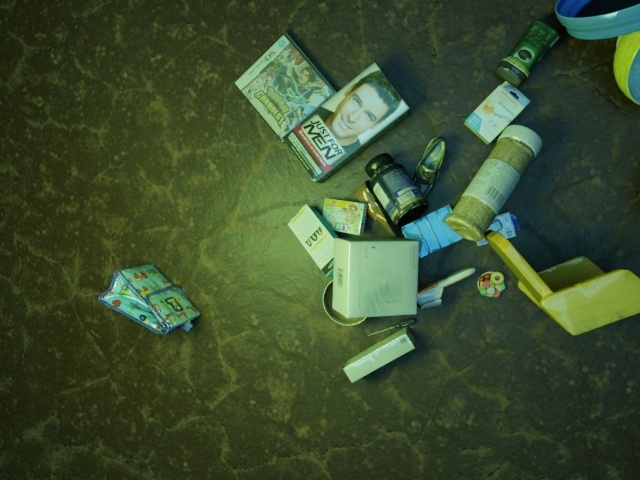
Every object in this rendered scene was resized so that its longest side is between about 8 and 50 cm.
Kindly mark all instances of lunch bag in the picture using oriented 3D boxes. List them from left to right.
[{"bbox_3d":[-0.570,0.225,1.726,0.293,0.221,0.138,36,100,8],"label":"lunch bag"}]

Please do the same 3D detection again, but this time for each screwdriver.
[{"bbox_3d":[0.238,0.293,1.658,0.170,0.025,0.024,-22,89,22],"label":"screwdriver"}]

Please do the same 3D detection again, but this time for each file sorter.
[{"bbox_3d":[0.357,-0.024,1.562,0.171,0.104,0.118,-26,88,13],"label":"file sorter"}]

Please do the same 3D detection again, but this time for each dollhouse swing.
[{"bbox_3d":[0.672,0.057,1.372,0.316,0.347,0.304,-25,88,13],"label":"dollhouse swing"}]

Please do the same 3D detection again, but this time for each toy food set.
[{"bbox_3d":[0.544,0.140,1.573,0.084,0.020,0.082,-4,93,12],"label":"toy food set"}]

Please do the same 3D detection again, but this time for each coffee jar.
[{"bbox_3d":[0.615,-0.556,1.479,0.096,0.079,0.184,39,98,7],"label":"coffee jar"}]

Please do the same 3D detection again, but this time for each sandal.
[{"bbox_3d":[0.378,0.168,1.572,0.266,0.102,0.076,-25,87,11],"label":"sandal"}]

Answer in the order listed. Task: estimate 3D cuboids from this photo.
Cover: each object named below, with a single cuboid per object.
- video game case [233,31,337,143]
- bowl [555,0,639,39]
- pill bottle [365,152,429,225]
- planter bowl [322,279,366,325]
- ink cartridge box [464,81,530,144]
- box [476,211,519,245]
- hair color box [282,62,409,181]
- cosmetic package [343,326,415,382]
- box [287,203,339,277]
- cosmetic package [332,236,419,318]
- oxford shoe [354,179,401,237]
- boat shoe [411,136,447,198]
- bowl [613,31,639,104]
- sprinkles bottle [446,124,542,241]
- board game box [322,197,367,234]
[{"bbox_3d":[-0.119,-0.514,1.671,0.248,0.035,0.274,-40,85,12],"label":"video game case"},{"bbox_3d":[0.832,-0.660,1.292,0.392,0.391,0.077,-28,120,13],"label":"bowl"},{"bbox_3d":[0.233,-0.163,1.554,0.123,0.123,0.219,-34,68,13],"label":"pill bottle"},{"bbox_3d":[0.098,0.189,1.632,0.162,0.109,0.161,1,94,13],"label":"planter bowl"},{"bbox_3d":[0.545,-0.397,1.516,0.104,0.061,0.181,45,101,7],"label":"ink cartridge box"},{"bbox_3d":[0.552,-0.038,1.557,0.136,0.028,0.081,-17,90,15],"label":"box"},{"bbox_3d":[0.084,-0.370,1.596,0.375,0.114,0.185,-37,85,12],"label":"hair color box"},{"bbox_3d":[0.196,0.376,1.629,0.239,0.099,0.060,-33,89,13],"label":"cosmetic package"},{"bbox_3d":[0.000,0.000,1.617,0.100,0.060,0.244,-46,61,17],"label":"box"},{"bbox_3d":[0.165,0.106,1.482,0.225,0.138,0.223,-1,96,-18],"label":"cosmetic package"},{"bbox_3d":[0.189,-0.092,1.623,0.076,0.076,0.212,-38,81,37],"label":"oxford shoe"},{"bbox_3d":[0.339,-0.224,1.568,0.080,0.073,0.223,24,99,10],"label":"boat shoe"},{"bbox_3d":[0.920,-0.534,1.359,0.290,0.289,0.156,-38,42,12],"label":"bowl"},{"bbox_3d":[0.511,-0.170,1.456,0.121,0.121,0.355,34,81,9],"label":"sprinkles bottle"},{"bbox_3d":[0.077,-0.080,1.632,0.154,0.026,0.103,11,97,34],"label":"board game box"}]
